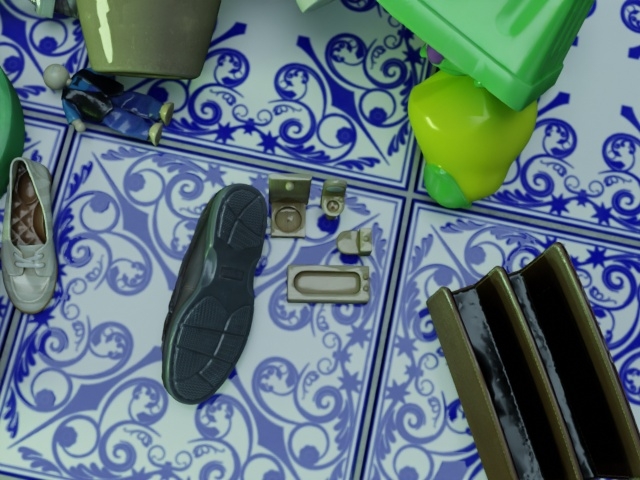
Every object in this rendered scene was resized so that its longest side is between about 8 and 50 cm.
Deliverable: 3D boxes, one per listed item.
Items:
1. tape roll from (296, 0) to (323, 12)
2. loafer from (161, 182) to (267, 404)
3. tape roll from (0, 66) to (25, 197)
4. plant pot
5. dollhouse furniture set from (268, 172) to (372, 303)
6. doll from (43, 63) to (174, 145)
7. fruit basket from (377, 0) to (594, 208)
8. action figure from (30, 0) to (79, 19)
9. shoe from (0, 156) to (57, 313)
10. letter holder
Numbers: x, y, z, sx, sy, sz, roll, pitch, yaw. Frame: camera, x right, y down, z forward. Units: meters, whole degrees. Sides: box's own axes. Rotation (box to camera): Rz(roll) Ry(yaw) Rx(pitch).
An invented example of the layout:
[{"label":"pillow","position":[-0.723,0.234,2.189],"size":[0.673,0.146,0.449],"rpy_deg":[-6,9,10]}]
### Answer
[{"label":"tape roll","position":[0.041,-0.430,1.182],"size":[0.246,0.246,0.169],"rpy_deg":[-31,99,-10]},{"label":"loafer","position":[-0.149,0.071,1.232],"size":[0.109,0.095,0.303],"rpy_deg":[21,78,-29]},{"label":"tape roll","position":[-0.581,-0.155,1.256],"size":[0.321,0.077,0.321],"rpy_deg":[1,75,-3]},{"label":"plant pot","position":[-0.233,-0.339,1.228],"size":[0.263,0.263,0.229],"rpy_deg":[3,96,-3]},{"label":"dollhouse furniture set","position":[0.000,0.000,1.226],"size":[0.144,0.123,0.151],"rpy_deg":[1,76,-3]},{"label":"doll","position":[-0.308,-0.205,1.300],"size":[0.189,0.046,0.129],"rpy_deg":[22,65,1]},{"label":"fruit basket","position":[0.205,-0.244,1.229],"size":[0.283,0.392,0.392],"rpy_deg":[41,77,7]},{"label":"action figure","position":[-0.487,-0.374,1.289],"size":[0.284,0.099,0.185],"rpy_deg":[-6,38,-15]},{"label":"shoe","position":[-0.404,-0.009,1.239],"size":[0.076,0.058,0.219],"rpy_deg":[-5,76,-4]},{"label":"letter holder","position":[0.270,0.178,1.151],"size":[0.152,0.214,0.302],"rpy_deg":[-17,78,-7]}]
